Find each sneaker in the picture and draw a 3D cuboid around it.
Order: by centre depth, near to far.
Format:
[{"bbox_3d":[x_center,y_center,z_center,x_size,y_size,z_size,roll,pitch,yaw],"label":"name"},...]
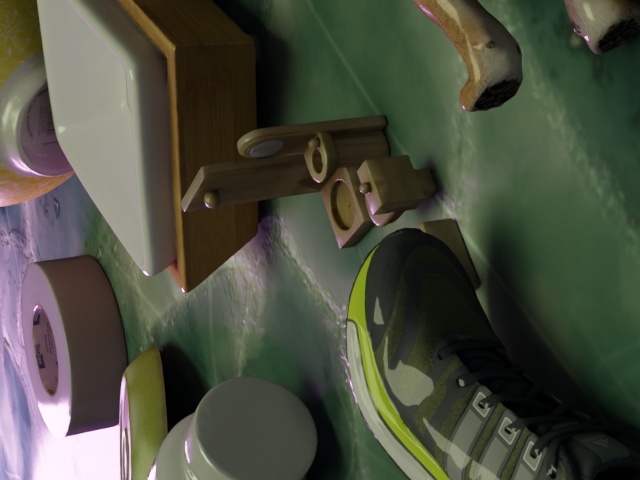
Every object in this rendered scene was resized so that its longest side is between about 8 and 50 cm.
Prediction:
[{"bbox_3d":[0.116,0.117,0.716,0.121,0.111,0.300,-44,66,44],"label":"sneaker"}]

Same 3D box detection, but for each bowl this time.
[{"bbox_3d":[-0.306,-0.146,1.306,0.156,0.289,0.289,31,127,35],"label":"bowl"}]

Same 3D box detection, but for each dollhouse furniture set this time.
[{"bbox_3d":[0.000,0.000,0.872,0.144,0.123,0.151,-51,53,56],"label":"dollhouse furniture set"}]

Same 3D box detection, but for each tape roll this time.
[{"bbox_3d":[-0.308,0.130,1.588,0.219,0.072,0.219,32,126,57],"label":"tape roll"}]

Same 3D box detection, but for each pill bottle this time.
[{"bbox_3d":[-0.084,0.217,1.097,0.131,0.131,0.229,66,150,29],"label":"pill bottle"}]

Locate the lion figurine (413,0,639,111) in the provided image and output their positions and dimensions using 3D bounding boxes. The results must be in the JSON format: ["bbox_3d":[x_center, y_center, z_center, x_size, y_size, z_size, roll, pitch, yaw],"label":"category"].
[{"bbox_3d":[0.041,-0.206,0.598,0.240,0.142,0.392,61,178,19],"label":"lion figurine"}]

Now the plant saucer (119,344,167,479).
[{"bbox_3d":[-0.189,0.231,1.348,0.241,0.037,0.241,179,90,-77],"label":"plant saucer"}]

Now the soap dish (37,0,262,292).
[{"bbox_3d":[-0.150,-0.128,1.119,0.291,0.118,0.229,50,147,48],"label":"soap dish"}]
